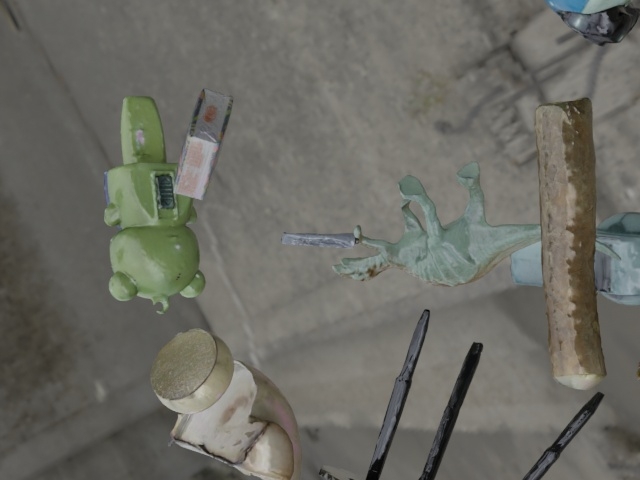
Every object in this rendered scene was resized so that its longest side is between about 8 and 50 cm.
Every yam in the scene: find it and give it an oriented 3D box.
[{"bbox_3d":[0.255,0.003,1.356,0.066,0.066,0.299,178,89,-74],"label":"yam"}]

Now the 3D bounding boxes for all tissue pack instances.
[{"bbox_3d":[-0.104,-0.085,1.175,0.083,0.035,0.063,111,175,-50],"label":"tissue pack"}]

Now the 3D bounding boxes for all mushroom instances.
[{"bbox_3d":[-0.087,0.283,2.046,0.173,0.162,0.236,23,172,-32],"label":"mushroom"}]

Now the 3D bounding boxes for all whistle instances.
[{"bbox_3d":[0.469,0.026,2.148,0.290,0.163,0.163,6,131,31],"label":"whistle"},{"bbox_3d":[-0.176,-0.037,1.357,0.085,0.105,0.227,-22,74,56],"label":"whistle"}]

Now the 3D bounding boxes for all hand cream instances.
[{"bbox_3d":[0.000,0.000,1.547,0.030,0.093,0.019,125,142,-66],"label":"hand cream"}]

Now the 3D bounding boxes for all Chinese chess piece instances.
[{"bbox_3d":[-0.180,0.184,1.869,0.051,0.122,0.122,47,180,-44],"label":"Chinese chess piece"}]

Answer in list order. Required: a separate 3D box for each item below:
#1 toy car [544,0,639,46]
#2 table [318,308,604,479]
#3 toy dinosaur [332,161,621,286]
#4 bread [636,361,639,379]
[{"bbox_3d":[0.341,-0.364,1.649,0.190,0.188,0.255,32,-157,5],"label":"toy car"},{"bbox_3d":[0.182,0.252,1.761,0.317,0.249,0.317,25,176,2],"label":"table"},{"bbox_3d":[0.187,-0.011,1.686,0.092,0.393,0.205,-69,-27,-44],"label":"toy dinosaur"},{"bbox_3d":[0.496,0.174,1.456,0.225,0.250,0.279,50,-165,2],"label":"bread"}]
